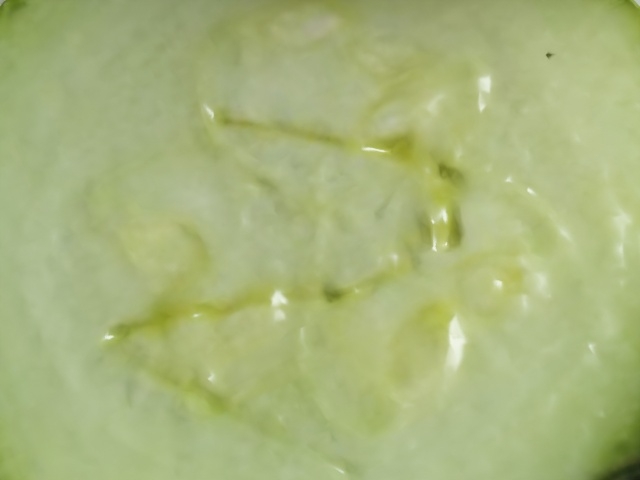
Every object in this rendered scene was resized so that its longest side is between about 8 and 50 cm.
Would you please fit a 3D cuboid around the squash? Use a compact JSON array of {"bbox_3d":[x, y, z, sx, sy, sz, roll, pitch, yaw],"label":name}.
[{"bbox_3d":[0.000,0.000,0.586,0.252,0.049,0.252,-1,69,4],"label":"squash"}]
